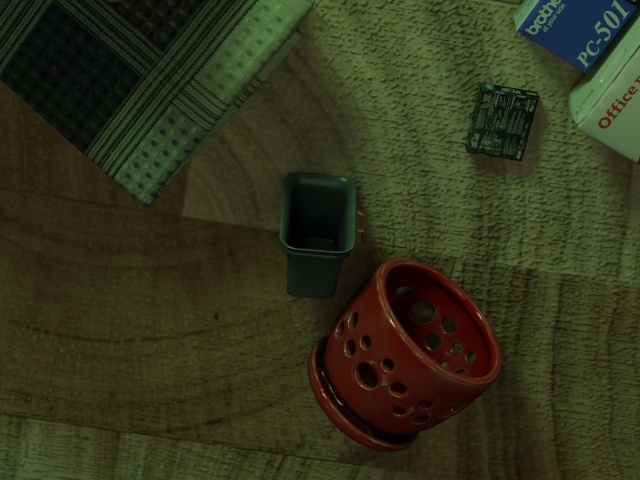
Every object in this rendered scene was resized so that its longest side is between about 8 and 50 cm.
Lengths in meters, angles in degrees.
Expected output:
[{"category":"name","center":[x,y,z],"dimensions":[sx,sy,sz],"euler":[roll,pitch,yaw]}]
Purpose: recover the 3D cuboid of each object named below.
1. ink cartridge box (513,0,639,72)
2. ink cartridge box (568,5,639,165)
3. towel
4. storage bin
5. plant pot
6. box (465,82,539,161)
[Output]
[{"category":"ink cartridge box","center":[0.307,-0.291,1.767],"dimensions":[0.097,0.046,0.207],"euler":[29,117,-14]},{"category":"ink cartridge box","center":[0.409,-0.152,1.821],"dimensions":[0.219,0.092,0.160],"euler":[28,117,-15]},{"category":"towel","center":[-0.203,-0.244,1.768],"dimensions":[0.312,0.056,0.324],"euler":[42,115,-3]},{"category":"storage bin","center":[0.000,0.000,1.902],"dimensions":[0.098,0.135,0.091],"euler":[5,132,-3]},{"category":"plant pot","center":[0.089,0.143,1.948],"dimensions":[0.191,0.191,0.174],"euler":[35,120,-19]},{"category":"box","center":[0.207,-0.135,1.877],"dimensions":[0.067,0.018,0.083],"euler":[9,121,-4]}]
